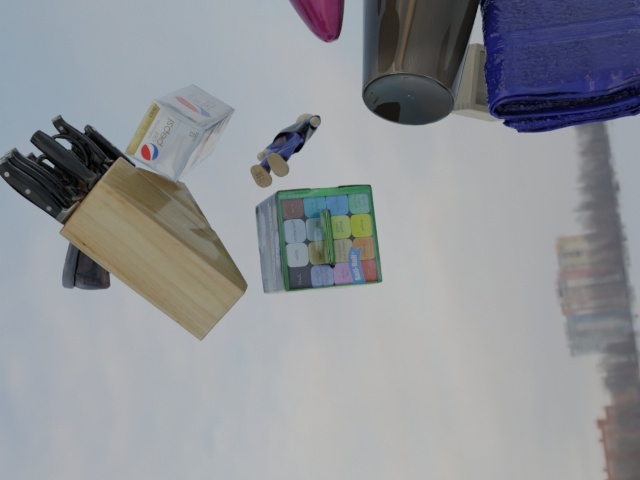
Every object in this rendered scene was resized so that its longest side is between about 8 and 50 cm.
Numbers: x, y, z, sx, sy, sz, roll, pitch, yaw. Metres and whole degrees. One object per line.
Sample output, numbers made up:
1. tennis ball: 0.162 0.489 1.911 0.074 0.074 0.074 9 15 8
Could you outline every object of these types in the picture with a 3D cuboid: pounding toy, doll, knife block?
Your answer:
1. pounding toy: 0.278 -0.280 1.698 0.130 0.100 0.141 6 -91 -33
2. doll: -0.051 -0.151 1.558 0.046 0.129 0.189 51 -144 -14
3. knife block: -0.240 -0.022 1.161 0.242 0.088 0.276 16 -147 -51

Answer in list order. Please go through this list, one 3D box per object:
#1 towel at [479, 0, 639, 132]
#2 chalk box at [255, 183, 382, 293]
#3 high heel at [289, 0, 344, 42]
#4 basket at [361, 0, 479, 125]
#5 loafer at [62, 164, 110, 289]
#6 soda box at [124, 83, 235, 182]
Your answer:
1. towel: 0.332 -0.259 1.336 0.308 0.227 0.076 -84 -15 -48
2. chalk box: 0.000 0.000 1.310 0.213 0.132 0.133 165 100 -76
3. high heel: -0.095 -0.416 1.311 0.377 0.181 0.127 69 155 19
4. basket: 0.133 -0.288 1.385 0.154 0.204 0.227 29 -121 -35
5. loafer: -0.435 -0.034 1.980 0.109 0.095 0.303 114 166 -61
6. soda box: -0.165 -0.134 1.202 0.074 0.069 0.216 -59 3 14
